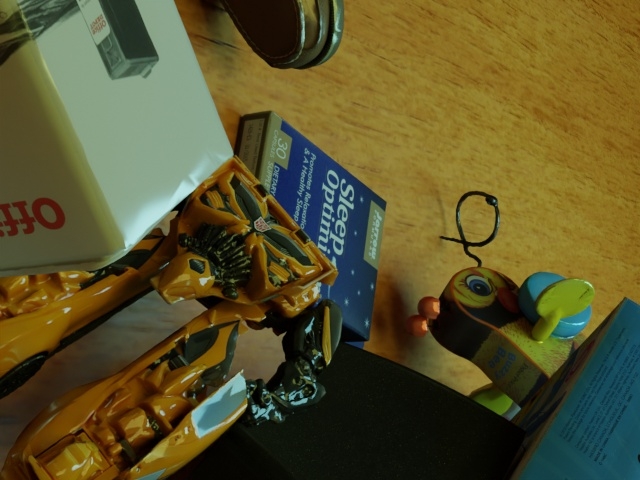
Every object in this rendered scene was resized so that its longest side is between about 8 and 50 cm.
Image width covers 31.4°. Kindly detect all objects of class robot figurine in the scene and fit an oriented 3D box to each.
[{"bbox_3d":[-0.103,0.045,0.692,0.211,0.085,0.291,48,46,7],"label":"robot figurine"}]

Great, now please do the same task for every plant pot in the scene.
[{"bbox_3d":[0.002,0.179,0.797,0.167,0.187,0.188,41,41,4],"label":"plant pot"}]

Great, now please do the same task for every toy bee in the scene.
[{"bbox_3d":[0.165,0.094,1.074,0.162,0.298,0.195,-11,121,-37],"label":"toy bee"}]

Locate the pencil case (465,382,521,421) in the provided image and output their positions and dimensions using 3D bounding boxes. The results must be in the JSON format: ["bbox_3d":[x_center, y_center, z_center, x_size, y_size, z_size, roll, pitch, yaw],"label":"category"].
[{"bbox_3d":[0.178,0.272,1.112,0.113,0.124,0.273,114,-5,-54],"label":"pencil case"}]

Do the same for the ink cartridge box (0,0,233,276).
[{"bbox_3d":[-0.189,-0.124,0.556,0.114,0.197,0.272,-46,123,-49],"label":"ink cartridge box"}]

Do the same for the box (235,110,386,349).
[{"bbox_3d":[0.000,0.000,0.973,0.225,0.036,0.136,35,57,-51],"label":"box"}]

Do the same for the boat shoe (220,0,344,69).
[{"bbox_3d":[-0.083,-0.263,0.836,0.104,0.111,0.307,-32,102,-50],"label":"boat shoe"}]

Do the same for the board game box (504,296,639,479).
[{"bbox_3d":[0.143,0.237,0.871,0.308,0.086,0.302,-49,171,-34],"label":"board game box"}]
